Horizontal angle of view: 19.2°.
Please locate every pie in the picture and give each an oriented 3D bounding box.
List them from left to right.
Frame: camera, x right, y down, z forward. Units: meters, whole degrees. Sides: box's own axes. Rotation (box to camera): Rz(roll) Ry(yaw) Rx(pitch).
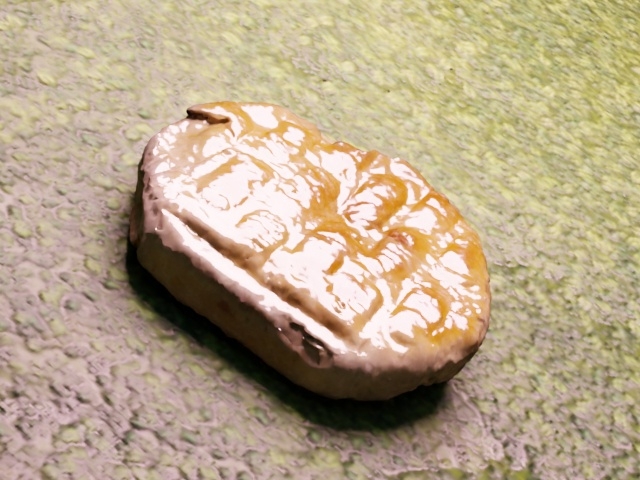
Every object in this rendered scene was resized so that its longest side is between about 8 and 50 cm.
[{"bbox_3d":[0.000,0.000,0.950,0.195,0.046,0.195,19,38,-15],"label":"pie"}]
